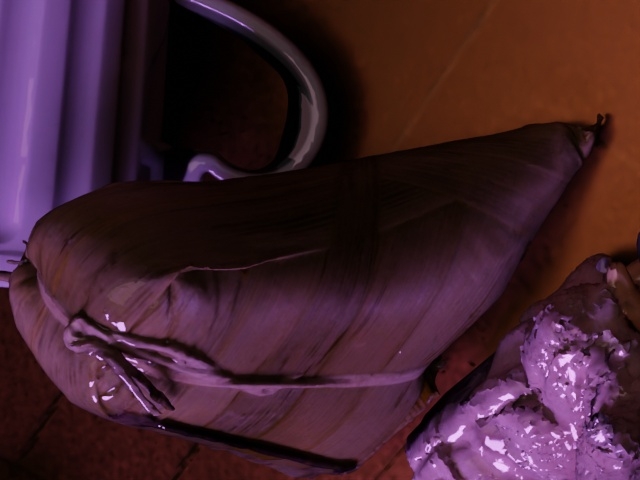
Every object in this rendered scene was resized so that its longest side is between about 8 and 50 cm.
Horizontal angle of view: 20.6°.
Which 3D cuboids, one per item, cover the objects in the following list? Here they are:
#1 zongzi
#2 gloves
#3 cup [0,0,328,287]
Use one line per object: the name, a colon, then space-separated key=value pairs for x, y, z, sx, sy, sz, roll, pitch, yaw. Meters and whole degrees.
zongzi: x=0.000 y=0.000 z=0.673 sx=0.197 sy=0.194 sz=0.099 roll=-46 pitch=55 yaw=18
gloves: x=0.102 y=0.064 z=0.673 sx=0.094 sy=0.110 sz=0.144 roll=57 pitch=143 yaw=3
cup: x=-0.120 y=-0.086 z=0.756 sx=0.167 sy=0.221 sz=0.202 roll=16 pitch=100 yaw=59
